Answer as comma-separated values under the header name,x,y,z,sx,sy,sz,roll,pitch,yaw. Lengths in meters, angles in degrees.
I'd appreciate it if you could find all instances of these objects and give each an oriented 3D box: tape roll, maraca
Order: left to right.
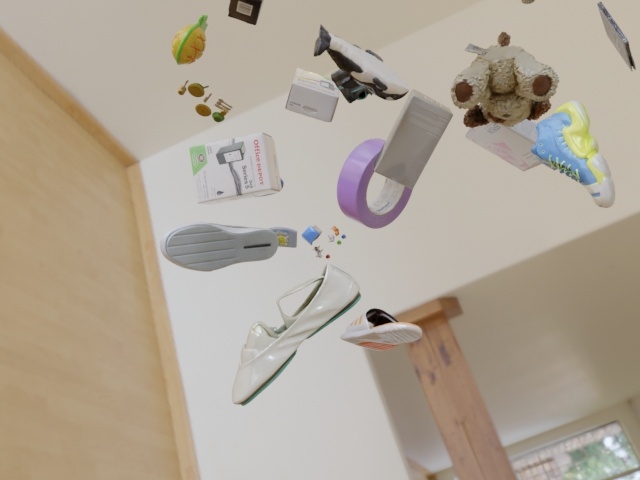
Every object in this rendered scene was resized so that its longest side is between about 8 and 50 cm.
name,x,y,z,sx,sy,sz,roll,pitch,yaw
maraca,-0.409,-0.639,2.009,0.099,0.186,0.127,29,-20,-3
tape roll,0.179,-0.180,1.994,0.090,0.275,0.275,29,-21,41

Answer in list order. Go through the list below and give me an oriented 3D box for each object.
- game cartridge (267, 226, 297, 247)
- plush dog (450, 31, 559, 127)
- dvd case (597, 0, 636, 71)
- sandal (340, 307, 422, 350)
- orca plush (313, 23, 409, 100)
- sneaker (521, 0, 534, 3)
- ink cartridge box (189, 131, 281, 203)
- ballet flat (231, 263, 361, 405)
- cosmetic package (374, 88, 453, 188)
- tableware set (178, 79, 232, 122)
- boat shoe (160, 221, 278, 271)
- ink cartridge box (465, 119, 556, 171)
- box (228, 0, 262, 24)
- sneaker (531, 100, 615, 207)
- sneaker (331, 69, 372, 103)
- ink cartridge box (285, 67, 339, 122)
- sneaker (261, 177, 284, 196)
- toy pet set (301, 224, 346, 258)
name,x,y,z,sx,sy,sz,roll,pitch,yaw
game cartridge,-0.106,-0.009,1.745,0.017,0.083,0.056,-66,159,-70
plush dog,0.482,-0.395,1.653,0.225,0.262,0.211,67,27,-49
dvd case,0.935,-0.639,1.984,0.221,0.018,0.165,18,46,-57
sandal,0.140,0.187,1.378,0.102,0.265,0.076,21,67,-22
orca plush,0.084,-0.403,1.542,0.287,0.102,0.151,10,47,-44
sneaker,0.729,-0.838,2.177,0.037,0.083,0.032,-124,-166,-73
ink cartridge box,-0.289,-0.242,2.150,0.115,0.272,0.198,-1,81,-76
ballet flat,-0.083,0.205,1.471,0.139,0.400,0.139,47,-7,7
cosmetic package,0.253,-0.277,1.740,0.127,0.238,0.107,26,24,-6
tableware set,-0.327,-0.392,1.770,0.154,0.104,0.024,28,53,-22
boat shoe,-0.237,0.013,1.439,0.302,0.094,0.109,2,94,-43
ink cartridge box,0.648,-0.300,2.005,0.330,0.071,0.324,31,-1,1
box,-0.199,-0.740,1.825,0.156,0.093,0.158,150,-45,-75
sneaker,0.509,-0.161,1.286,0.091,0.126,0.240,25,50,-52
sneaker,0.120,-0.480,1.912,0.267,0.101,0.106,-33,100,-53
ink cartridge box,-0.022,-0.469,2.027,0.212,0.154,0.093,-83,-170,-60
sneaker,-0.276,-0.209,2.366,0.147,0.330,0.130,33,-63,48
toy pet set,0.000,0.000,2.061,0.114,0.122,0.065,42,38,9
